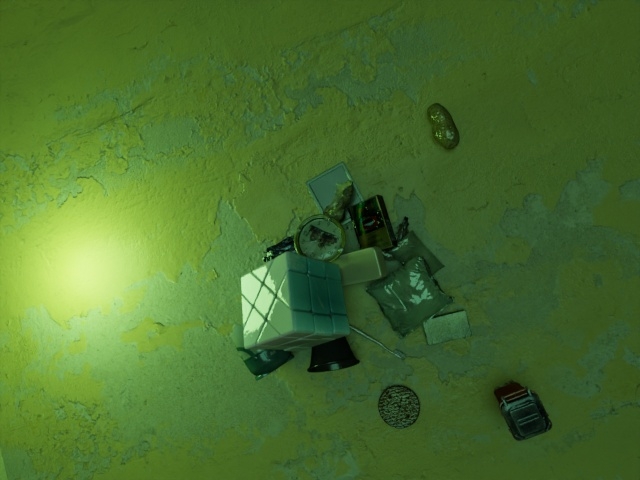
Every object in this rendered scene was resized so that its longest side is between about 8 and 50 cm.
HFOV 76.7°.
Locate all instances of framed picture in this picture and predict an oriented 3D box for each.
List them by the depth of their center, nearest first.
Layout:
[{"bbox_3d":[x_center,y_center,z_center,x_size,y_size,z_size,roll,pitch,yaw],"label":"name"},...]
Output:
[{"bbox_3d":[0.078,-0.207,1.912,0.216,0.017,0.275,-27,84,6],"label":"framed picture"}]

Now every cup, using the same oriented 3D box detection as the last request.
[{"bbox_3d":[-0.238,0.447,1.832,0.289,0.219,0.258,-27,83,-27],"label":"cup"}]

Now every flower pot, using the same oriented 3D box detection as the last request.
[{"bbox_3d":[0.046,0.489,1.792,0.234,0.235,0.148,-13,66,7],"label":"flower pot"}]

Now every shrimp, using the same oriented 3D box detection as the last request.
[{"bbox_3d":[0.324,-0.019,1.855,0.151,0.046,0.220,21,90,5],"label":"shrimp"}]

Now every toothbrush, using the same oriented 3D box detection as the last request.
[{"bbox_3d":[0.249,0.454,1.847,0.306,0.025,0.030,29,83,8],"label":"toothbrush"}]

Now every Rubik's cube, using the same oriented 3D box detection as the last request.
[{"bbox_3d":[-0.110,0.265,1.671,0.318,0.315,0.323,-28,58,37],"label":"Rubik's cube"}]

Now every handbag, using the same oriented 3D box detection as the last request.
[{"bbox_3d":[-0.135,0.068,1.877,0.260,0.113,0.162,-27,79,1],"label":"handbag"}]

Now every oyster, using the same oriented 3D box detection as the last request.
[{"bbox_3d":[0.088,-0.167,1.844,0.107,0.161,0.233,33,99,-8],"label":"oyster"}]

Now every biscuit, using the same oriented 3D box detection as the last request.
[{"bbox_3d":[0.560,0.386,1.802,0.199,0.040,0.122,-14,87,8],"label":"biscuit"},{"bbox_3d":[0.353,0.744,1.815,0.187,0.027,0.188,-1,85,7],"label":"biscuit"}]

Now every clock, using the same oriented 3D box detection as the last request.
[{"bbox_3d":[0.000,0.000,1.801,0.236,0.057,0.238,-2,77,7],"label":"clock"}]

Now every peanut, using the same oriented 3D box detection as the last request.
[{"bbox_3d":[0.550,-0.516,1.827,0.108,0.095,0.226,-21,83,9],"label":"peanut"}]

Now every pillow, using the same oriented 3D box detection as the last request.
[{"bbox_3d":[0.387,0.240,1.767,0.309,0.138,0.284,-39,89,18],"label":"pillow"},{"bbox_3d":[0.427,0.081,1.813,0.148,0.050,0.230,-42,100,12],"label":"pillow"}]

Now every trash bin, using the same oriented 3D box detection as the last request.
[{"bbox_3d":[0.802,0.669,1.654,0.161,0.238,0.185,-26,86,8],"label":"trash bin"}]

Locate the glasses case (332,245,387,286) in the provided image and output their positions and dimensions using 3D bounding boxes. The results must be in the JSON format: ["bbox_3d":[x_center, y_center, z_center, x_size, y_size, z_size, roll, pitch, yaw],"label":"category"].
[{"bbox_3d":[0.122,0.129,1.795,0.336,0.076,0.144,-15,86,30],"label":"glasses case"}]

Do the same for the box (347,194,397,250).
[{"bbox_3d":[0.233,-0.064,1.807,0.159,0.071,0.241,-24,78,35],"label":"box"}]
